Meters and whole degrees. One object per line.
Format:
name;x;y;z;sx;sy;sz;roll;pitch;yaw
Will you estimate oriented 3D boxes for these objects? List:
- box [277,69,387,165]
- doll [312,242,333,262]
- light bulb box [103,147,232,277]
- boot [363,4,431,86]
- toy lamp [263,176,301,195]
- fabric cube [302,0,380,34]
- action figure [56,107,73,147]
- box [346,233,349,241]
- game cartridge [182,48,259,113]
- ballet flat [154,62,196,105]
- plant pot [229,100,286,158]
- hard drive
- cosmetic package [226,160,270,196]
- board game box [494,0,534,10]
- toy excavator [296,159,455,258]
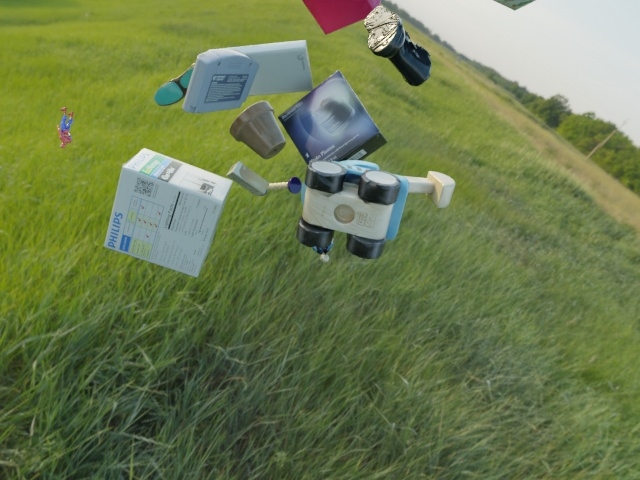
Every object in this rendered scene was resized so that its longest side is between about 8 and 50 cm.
box;0.046;-0.428;1.729;0.293;0.296;0.183;59;15;11
doll;0.000;0.000;1.844;0.046;0.129;0.188;-6;79;-46
light bulb box;-0.575;-0.105;1.718;0.362;0.357;0.225;21;26;-11
boot;0.213;-0.476;1.144;0.207;0.094;0.246;35;29;-29
toy lamp;-0.199;-0.226;1.882;0.275;0.080;0.080;5;5;41
fabric cube;0.078;-1.019;1.734;0.258;0.254;0.258;40;58;-41
action figure;-0.686;-0.298;1.204;0.038;0.030;0.115;42;37;-63
box;0.212;-0.060;2.133;0.175;0.220;0.051;1;5;10
game cartridge;-0.317;-0.519;1.461;0.062;0.198;0.297;32;29;12
ballet flat;-0.447;-0.502;1.459;0.073;0.206;0.067;61;18;-16
plant pot;-0.305;-0.557;2.349;0.229;0.263;0.263;52;29;4
hard drive;-0.215;-0.638;1.692;0.354;0.233;0.047;-4;69;5
cosmetic package;-0.214;-0.181;1.334;0.115;0.060;0.041;35;69;-24
board game box;0.480;-0.754;1.181;0.304;0.098;0.223;-21;96;-48
toy excavator;0.180;-0.141;1.327;0.434;0.222;0.445;13;30;8
